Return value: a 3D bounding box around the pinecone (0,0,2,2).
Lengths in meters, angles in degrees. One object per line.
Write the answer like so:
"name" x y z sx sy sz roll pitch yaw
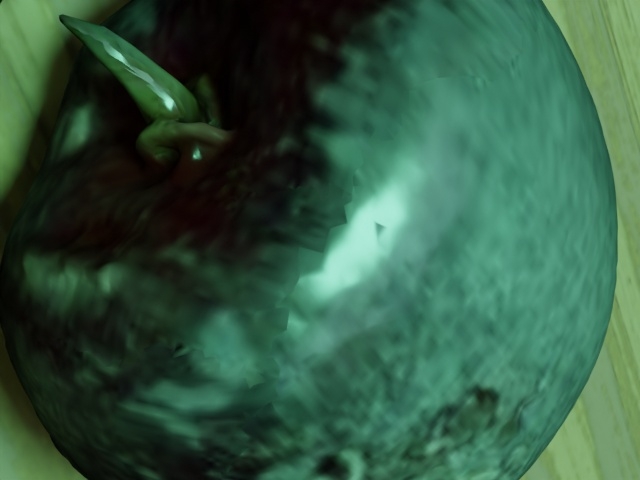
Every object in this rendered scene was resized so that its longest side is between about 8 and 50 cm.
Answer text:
"pinecone" -0.101 -0.160 0.609 0.173 0.173 0.174 -8 102 -42

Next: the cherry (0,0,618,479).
"cherry" 0.000 0.000 0.683 0.296 0.218 0.255 42 69 -50
